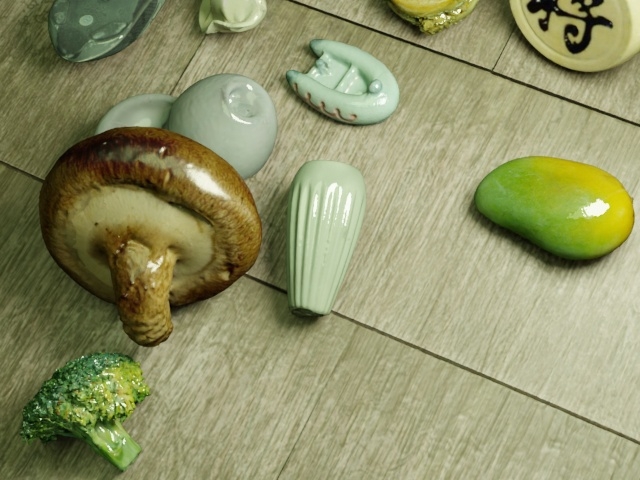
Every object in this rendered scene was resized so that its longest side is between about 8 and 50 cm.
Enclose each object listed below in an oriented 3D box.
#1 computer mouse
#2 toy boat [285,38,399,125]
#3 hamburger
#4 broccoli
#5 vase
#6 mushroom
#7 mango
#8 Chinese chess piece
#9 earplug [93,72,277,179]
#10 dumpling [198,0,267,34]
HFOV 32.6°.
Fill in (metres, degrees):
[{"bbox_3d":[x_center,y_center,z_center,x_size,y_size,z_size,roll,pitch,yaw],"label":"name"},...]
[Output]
[{"bbox_3d":[-0.352,-0.460,2.022,0.167,0.090,0.379,29,68,18],"label":"computer mouse"},{"bbox_3d":[0.042,-0.278,1.890,0.207,0.079,0.134,33,73,21],"label":"toy boat"},{"bbox_3d":[0.201,-0.459,1.921,0.189,0.122,0.215,16,74,21],"label":"hamburger"},{"bbox_3d":[-0.348,0.273,1.692,0.194,0.194,0.219,33,52,20],"label":"broccoli"},{"bbox_3d":[0.000,0.000,1.756,0.128,0.128,0.248,7,77,11],"label":"vase"},{"bbox_3d":[-0.271,-0.031,1.716,0.345,0.345,0.239,-28,27,-4],"label":"mushroom"},{"bbox_3d":[0.371,-0.056,1.731,0.251,0.114,0.156,20,81,29],"label":"mango"},{"bbox_3d":[0.431,-0.400,1.786,0.257,0.257,0.104,36,60,20],"label":"Chinese chess piece"},{"bbox_3d":[-0.225,-0.175,1.830,0.325,0.175,0.214,-15,70,15],"label":"earplug"},{"bbox_3d":[-0.167,-0.421,1.971,0.134,0.100,0.169,-29,63,11],"label":"dumpling"}]
